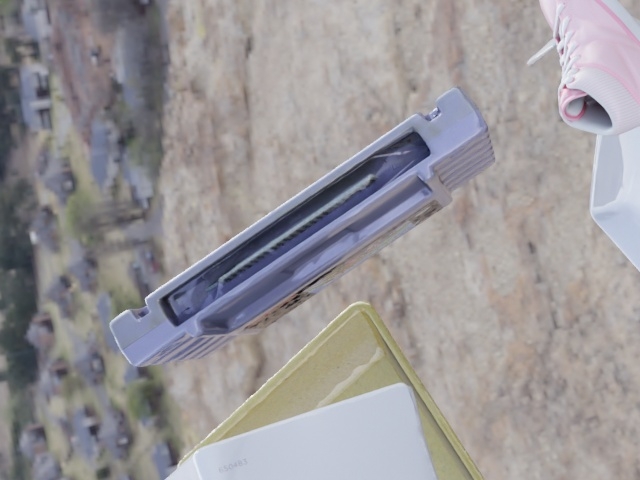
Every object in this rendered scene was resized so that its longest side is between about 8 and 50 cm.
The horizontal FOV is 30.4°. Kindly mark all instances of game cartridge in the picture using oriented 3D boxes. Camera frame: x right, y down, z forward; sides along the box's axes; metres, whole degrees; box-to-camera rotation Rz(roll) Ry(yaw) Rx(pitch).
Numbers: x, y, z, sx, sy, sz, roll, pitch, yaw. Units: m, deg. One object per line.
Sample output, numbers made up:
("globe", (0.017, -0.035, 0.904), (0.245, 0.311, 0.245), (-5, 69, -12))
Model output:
("game cartridge", (0.000, 0.000, 1.065), (0.068, 0.355, 0.230), (57, -173, 13))

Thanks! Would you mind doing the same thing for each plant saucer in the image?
("plant saucer", (0.039, 0.287, 1.231), (0.333, 0.081, 0.333), (-44, 65, 25))

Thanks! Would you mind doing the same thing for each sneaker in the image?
("sneaker", (0.172, -0.121, 0.774), (0.134, 0.070, 0.051), (52, 166, 29))

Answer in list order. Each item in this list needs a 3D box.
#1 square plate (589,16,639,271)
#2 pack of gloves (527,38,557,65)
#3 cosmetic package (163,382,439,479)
("square plate", (0.395, -0.015, 1.152), (0.347, 0.049, 0.344), (53, 166, 31))
("pack of gloves", (0.303, -0.289, 1.263), (0.046, 0.195, 0.232), (45, 177, -1))
("cosmetic package", (-0.018, 0.255, 0.892), (0.385, 0.156, 0.217), (130, 123, -72))
